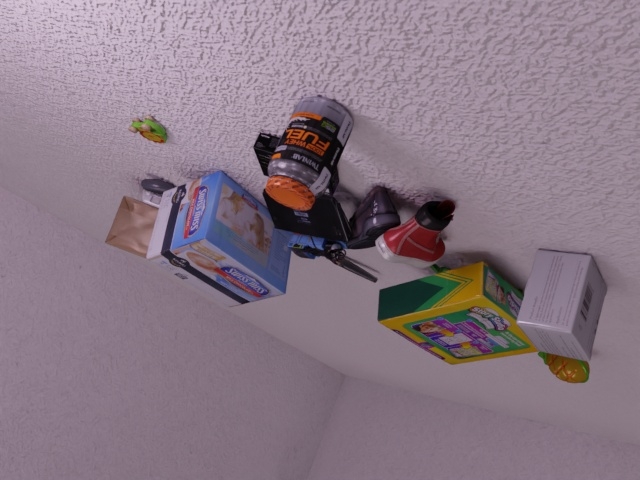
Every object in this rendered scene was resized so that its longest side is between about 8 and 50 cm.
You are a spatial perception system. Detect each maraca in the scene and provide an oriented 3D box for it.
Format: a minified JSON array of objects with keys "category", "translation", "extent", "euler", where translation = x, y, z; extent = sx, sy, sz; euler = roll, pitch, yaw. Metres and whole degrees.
[{"category":"maraca","translation":[0.740,0.370,1.843],"extent":[0.186,0.099,0.127],"euler":[27,141,54]}]

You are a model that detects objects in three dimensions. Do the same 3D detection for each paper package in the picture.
[{"category":"paper package","translation":[-0.514,-0.003,2.048],"extent":[0.310,0.168,0.325],"euler":[20,174,7]}]

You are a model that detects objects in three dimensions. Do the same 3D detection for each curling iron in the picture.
[{"category":"curling iron","translation":[0.055,0.063,1.879],"extent":[0.274,0.035,0.068],"euler":[23,166,0]}]

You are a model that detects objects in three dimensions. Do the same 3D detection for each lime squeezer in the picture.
[{"category":"lime squeezer","translation":[0.367,0.103,1.597],"extent":[0.311,0.058,0.110],"euler":[24,162,-3]}]

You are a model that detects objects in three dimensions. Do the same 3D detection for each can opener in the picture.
[{"category":"can opener","translation":[-0.426,-0.116,1.872],"extent":[0.284,0.075,0.095],"euler":[20,162,4]}]

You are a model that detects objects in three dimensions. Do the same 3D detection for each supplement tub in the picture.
[{"category":"supplement tub","translation":[-0.023,-0.159,1.107],"extent":[0.117,0.190,0.117],"euler":[20,161,7]}]

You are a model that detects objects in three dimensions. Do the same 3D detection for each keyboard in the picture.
[{"category":"keyboard","translation":[-0.027,-0.038,1.534],"extent":[0.317,0.033,0.201],"euler":[13,128,52]}]

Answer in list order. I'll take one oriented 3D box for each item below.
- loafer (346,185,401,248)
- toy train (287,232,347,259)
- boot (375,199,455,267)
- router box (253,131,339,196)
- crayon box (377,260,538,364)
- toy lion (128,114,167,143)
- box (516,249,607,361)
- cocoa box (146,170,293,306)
[{"category":"loafer","translation":[0.123,-0.048,1.446],"extent":[0.109,0.095,0.302],"euler":[-7,169,-10]},{"category":"toy train","translation":[0.000,0.000,1.654],"extent":[0.184,0.105,0.080],"euler":[7,156,40]},{"category":"boot","translation":[0.256,-0.020,1.346],"extent":[0.176,0.088,0.244],"euler":[-41,155,29]},{"category":"router box","translation":[-0.052,-0.168,1.343],"extent":[0.179,0.046,0.133],"euler":[19,162,12]},{"category":"crayon box","translation":[0.387,0.208,1.604],"extent":[0.313,0.106,0.363],"euler":[-21,139,38]},{"category":"toy lion","translation":[-0.424,-0.273,1.512],"extent":[0.100,0.034,0.096],"euler":[3,160,45]},{"category":"box","translation":[0.531,0.143,1.316],"extent":[0.119,0.180,0.182],"euler":[8,157,40]},{"category":"cocoa box","translation":[-0.271,0.007,1.716],"extent":[0.228,0.231,0.347],"euler":[-15,142,32]}]
